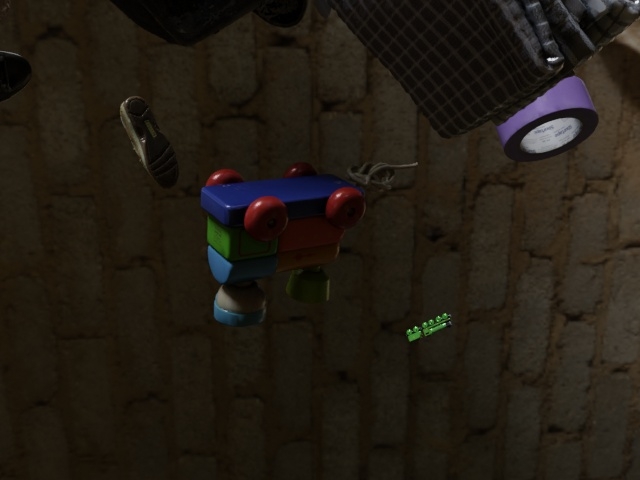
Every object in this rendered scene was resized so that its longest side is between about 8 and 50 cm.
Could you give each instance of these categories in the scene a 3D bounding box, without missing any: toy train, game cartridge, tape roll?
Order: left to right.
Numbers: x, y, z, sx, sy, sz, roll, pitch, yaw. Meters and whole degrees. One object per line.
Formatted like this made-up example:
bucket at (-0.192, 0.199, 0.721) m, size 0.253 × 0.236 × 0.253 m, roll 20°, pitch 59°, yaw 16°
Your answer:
toy train at (0.000, 0.000, 0.753) m, size 0.105 × 0.248 × 0.143 m, roll 34°, pitch 126°, yaw 49°
game cartridge at (0.007, -0.475, 1.405) m, size 0.056 × 0.017 × 0.083 m, roll 43°, pitch -127°, yaw -47°
toy train at (0.182, 0.148, 1.225) m, size 0.017 × 0.083 × 0.024 m, roll 33°, pitch -146°, yaw -60°
tape roll at (0.444, -0.238, 1.451) m, size 0.189 × 0.189 × 0.080 m, roll 101°, pitch 158°, yaw -64°

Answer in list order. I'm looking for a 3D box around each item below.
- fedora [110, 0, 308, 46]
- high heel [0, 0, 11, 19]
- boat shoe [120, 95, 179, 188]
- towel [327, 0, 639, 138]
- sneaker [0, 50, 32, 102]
fedora at (-0.165, -0.316, 0.726) m, size 0.334 × 0.152 × 0.334 m, roll 44°, pitch 171°, yaw 9°
high heel at (-0.558, -0.435, 0.922) m, size 0.181 × 0.127 × 0.377 m, roll 43°, pitch 176°, yaw 44°
boat shoe at (-0.339, -0.186, 1.442) m, size 0.072 × 0.068 × 0.190 m, roll -17°, pitch 95°, yaw 52°
towel at (0.126, -0.245, 0.711) m, size 0.284 × 0.121 × 0.235 m, roll 53°, pitch 156°, yaw -2°
sneaker at (-0.481, -0.226, 1.034) m, size 0.217 × 0.121 × 0.079 m, roll -27°, pitch -65°, yaw -49°
